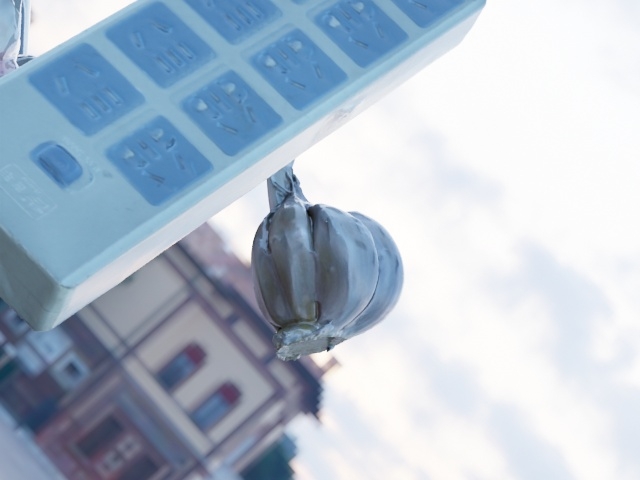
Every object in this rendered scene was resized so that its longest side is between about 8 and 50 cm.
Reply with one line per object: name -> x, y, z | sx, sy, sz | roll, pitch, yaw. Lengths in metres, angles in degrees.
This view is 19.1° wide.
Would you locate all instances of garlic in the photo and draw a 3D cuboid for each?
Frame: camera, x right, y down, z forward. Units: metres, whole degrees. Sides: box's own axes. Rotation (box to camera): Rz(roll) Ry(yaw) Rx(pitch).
garlic -> 0.000, 0.000, 1.601 | 0.131, 0.127, 0.194 | 49, 26, -65

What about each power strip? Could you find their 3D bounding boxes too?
power strip -> -0.054, -0.075, 0.929 | 0.106, 0.367, 0.043 | 43, -42, 11

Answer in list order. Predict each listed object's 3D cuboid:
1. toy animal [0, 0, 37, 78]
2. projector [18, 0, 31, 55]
toy animal -> -0.356, -0.132, 1.477 | 0.308, 0.266, 0.188 | 26, -29, 53
projector -> -0.465, -0.215, 2.072 | 0.248, 0.248, 0.249 | 38, 47, -58
